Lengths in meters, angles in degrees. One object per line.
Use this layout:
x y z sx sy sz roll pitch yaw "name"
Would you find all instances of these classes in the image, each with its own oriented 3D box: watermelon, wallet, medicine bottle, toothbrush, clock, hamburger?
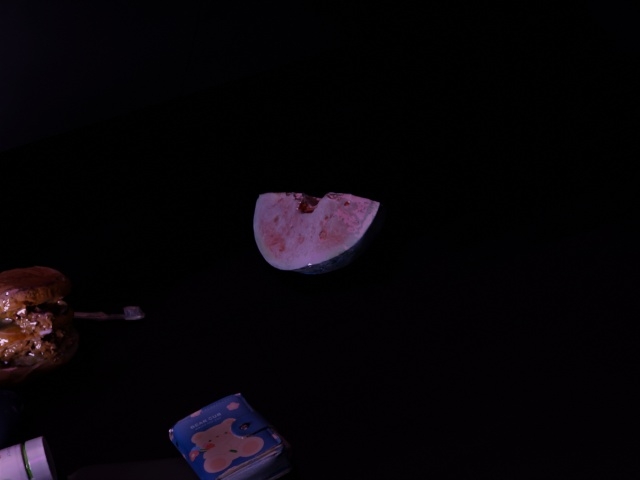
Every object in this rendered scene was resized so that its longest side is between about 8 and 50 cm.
0.005 0.002 2.161 0.175 0.188 0.322 26 -13 -41 "watermelon"
-0.231 0.397 1.519 0.378 0.051 0.197 -7 25 13 "wallet"
-0.532 0.389 1.622 0.183 0.086 0.086 -18 26 -12 "medicine bottle"
-0.136 0.317 1.521 0.141 0.059 0.202 -26 24 -18 "wallet"
-0.505 0.162 2.157 0.294 0.028 0.026 -5 24 26 "toothbrush"
-0.618 0.318 1.752 0.200 0.146 0.243 -19 18 -24 "clock"
-0.619 0.163 1.986 0.261 0.211 0.245 -11 17 -12 "hamburger"
